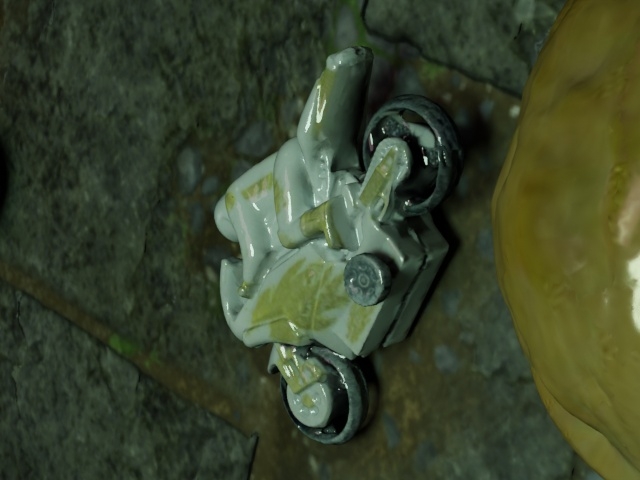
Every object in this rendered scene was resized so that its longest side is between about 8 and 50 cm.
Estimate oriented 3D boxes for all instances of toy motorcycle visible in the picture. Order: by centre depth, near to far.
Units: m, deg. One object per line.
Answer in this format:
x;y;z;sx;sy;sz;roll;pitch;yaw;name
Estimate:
0.000;0.000;0.930;0.151;0.074;0.228;39;127;31;toy motorcycle

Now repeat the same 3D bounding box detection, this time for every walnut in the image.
0.173;-0.012;0.627;0.257;0.224;0.257;-28;43;30;walnut
